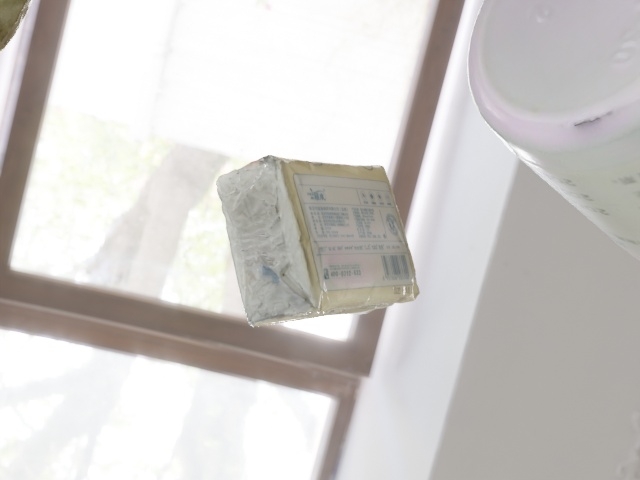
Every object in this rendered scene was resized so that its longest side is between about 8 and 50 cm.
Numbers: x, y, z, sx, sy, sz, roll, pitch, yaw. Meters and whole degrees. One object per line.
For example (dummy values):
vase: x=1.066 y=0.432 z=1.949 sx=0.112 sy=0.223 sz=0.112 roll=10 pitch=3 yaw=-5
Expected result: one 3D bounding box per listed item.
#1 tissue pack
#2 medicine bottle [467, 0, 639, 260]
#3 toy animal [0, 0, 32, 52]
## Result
tissue pack: x=0.000 y=0.000 z=1.030 sx=0.092 sy=0.148 sz=0.196 roll=-19 pitch=170 yaw=31
medicine bottle: x=0.234 y=-0.071 z=0.693 sx=0.170 sy=0.170 sz=0.293 roll=20 pitch=171 yaw=46
toy animal: x=-0.256 y=-0.235 z=0.892 sx=0.101 sy=0.219 sz=0.103 roll=44 pitch=-166 yaw=17
